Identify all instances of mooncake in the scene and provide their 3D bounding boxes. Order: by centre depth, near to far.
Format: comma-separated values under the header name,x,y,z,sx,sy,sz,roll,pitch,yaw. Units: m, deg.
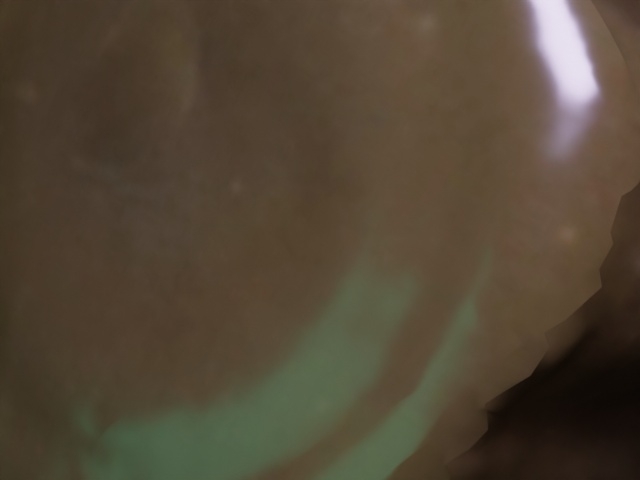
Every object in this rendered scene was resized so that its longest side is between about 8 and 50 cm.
name,x,y,z,sx,sy,sz,roll,pitch,yaw
mooncake,0.009,-0.021,0.924,0.467,0.262,0.467,-5,81,35
